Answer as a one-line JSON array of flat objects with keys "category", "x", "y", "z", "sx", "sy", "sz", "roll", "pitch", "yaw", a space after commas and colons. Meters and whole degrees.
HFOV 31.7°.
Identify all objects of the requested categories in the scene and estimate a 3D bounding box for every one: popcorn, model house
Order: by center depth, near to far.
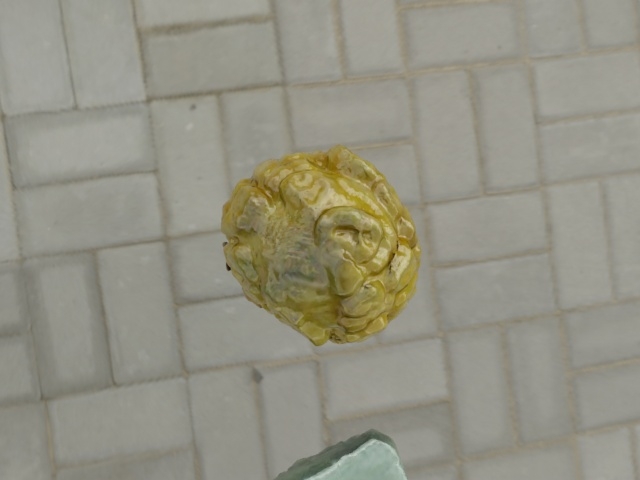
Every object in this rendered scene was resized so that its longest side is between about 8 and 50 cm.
[{"category": "popcorn", "x": 0.000, "y": 0.000, "z": 1.336, "sx": 0.250, "sy": 0.190, "sz": 0.250, "roll": 5, "pitch": 112, "yaw": 13}, {"category": "model house", "x": -0.044, "y": 0.372, "z": 1.496, "sx": 0.267, "sy": 0.325, "sz": 0.194, "roll": -25, "pitch": 96, "yaw": -20}]
